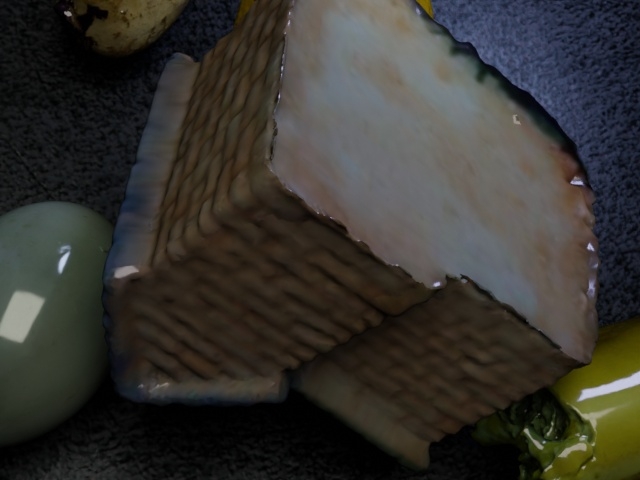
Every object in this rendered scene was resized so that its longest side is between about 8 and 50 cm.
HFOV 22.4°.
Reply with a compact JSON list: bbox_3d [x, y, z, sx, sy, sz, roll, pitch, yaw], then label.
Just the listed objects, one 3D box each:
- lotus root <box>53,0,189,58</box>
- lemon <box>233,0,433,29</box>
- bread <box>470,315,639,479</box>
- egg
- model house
[{"bbox_3d":[-0.220,-0.299,1.896,0.138,0.138,0.214,41,56,7],"label":"lotus root"},{"bbox_3d":[0.018,-0.237,1.845,0.228,0.228,0.254,16,107,-5],"label":"lemon"},{"bbox_3d":[0.362,0.187,1.755,0.376,0.251,0.208,-14,56,-14],"label":"bread"},{"bbox_3d":[-0.305,0.085,1.678,0.203,0.203,0.283,33,66,3],"label":"egg"},{"bbox_3d":[0.000,0.000,1.669,0.445,0.400,0.395,33,39,-27],"label":"model house"}]
